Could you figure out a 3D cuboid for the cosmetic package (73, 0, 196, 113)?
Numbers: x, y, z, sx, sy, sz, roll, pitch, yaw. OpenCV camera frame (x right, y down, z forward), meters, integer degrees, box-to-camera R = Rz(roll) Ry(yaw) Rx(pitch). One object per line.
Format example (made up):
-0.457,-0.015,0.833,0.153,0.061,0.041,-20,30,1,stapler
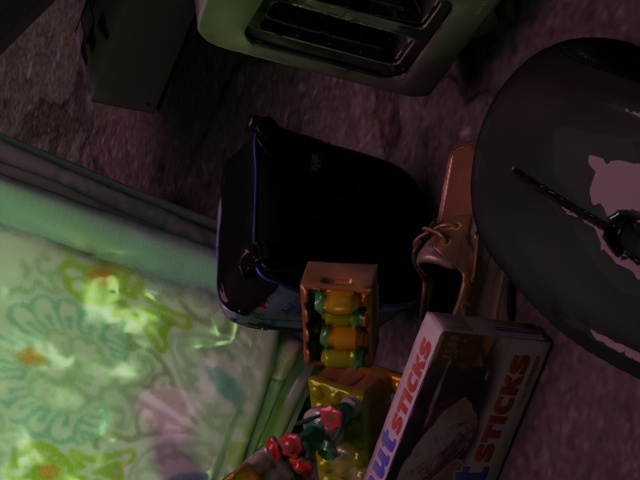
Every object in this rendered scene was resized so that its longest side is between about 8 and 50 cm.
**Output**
-0.123,-0.223,1.354,0.239,0.060,0.099,-64,31,32,cosmetic package

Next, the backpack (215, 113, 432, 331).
0.000,0.000,0.969,0.084,0.114,0.105,-42,43,53,backpack

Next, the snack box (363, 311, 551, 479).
0.054,0.119,0.877,0.022,0.064,0.178,50,126,54,snack box

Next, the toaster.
0.025,-0.177,0.897,0.168,0.185,0.110,-53,33,44,toaster

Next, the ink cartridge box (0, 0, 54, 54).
-0.225,-0.205,1.212,0.324,0.071,0.330,-53,3,-39,ink cartridge box

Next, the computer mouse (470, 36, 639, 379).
0.132,-0.019,0.752,0.272,0.072,0.189,39,118,61,computer mouse

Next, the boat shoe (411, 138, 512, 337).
0.071,0.011,0.898,0.050,0.045,0.135,-25,60,59,boat shoe

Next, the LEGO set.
-0.028,0.142,0.919,0.132,0.107,0.287,45,137,10,LEGO set

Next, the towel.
-0.204,0.099,1.109,0.090,0.374,0.321,-53,-16,-68,towel
